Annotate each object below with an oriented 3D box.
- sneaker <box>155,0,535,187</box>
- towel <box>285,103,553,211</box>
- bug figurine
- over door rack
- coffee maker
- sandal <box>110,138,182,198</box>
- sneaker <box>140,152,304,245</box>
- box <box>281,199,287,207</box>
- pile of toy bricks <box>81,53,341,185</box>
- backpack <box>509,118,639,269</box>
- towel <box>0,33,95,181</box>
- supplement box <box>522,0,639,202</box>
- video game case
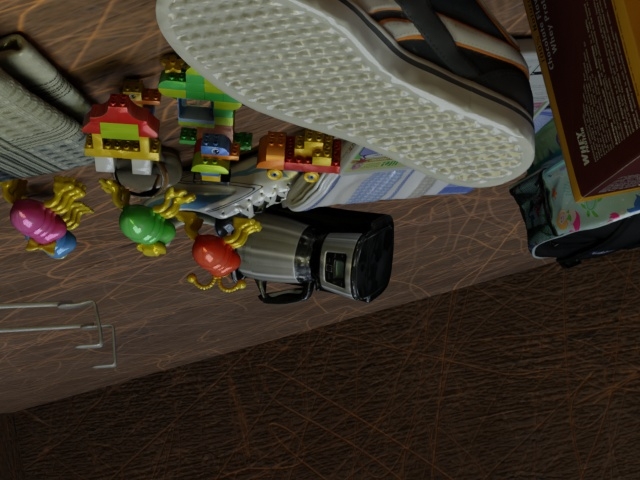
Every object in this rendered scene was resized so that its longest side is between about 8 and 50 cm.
[{"bbox_3d":[0.023,-0.152,1.016,0.321,0.127,0.126,24,144,-32],"label":"sneaker"},{"bbox_3d":[0.118,-0.098,1.503,0.285,0.034,0.209,-6,152,-40],"label":"towel"},{"bbox_3d":[-0.212,-0.008,1.408,0.279,0.072,0.216,6,168,16],"label":"bug figurine"},{"bbox_3d":[-0.408,0.074,1.680,0.324,0.108,0.239,9,169,-1],"label":"over door rack"},{"bbox_3d":[0.000,0.000,1.719,0.178,0.120,0.171,10,-138,21],"label":"coffee maker"},{"bbox_3d":[-0.180,-0.069,1.399,0.072,0.049,0.180,-12,171,0],"label":"sandal"},{"bbox_3d":[-0.081,-0.052,1.525,0.237,0.086,0.085,-14,169,3],"label":"sneaker"},{"bbox_3d":[0.063,-0.083,1.672,0.186,0.038,0.145,-5,168,-32],"label":"box"},{"bbox_3d":[-0.086,-0.119,1.146,0.212,0.118,0.105,4,141,-1],"label":"pile of toy bricks"},{"bbox_3d":[0.358,-0.078,1.614,0.225,0.191,0.253,-13,178,-13],"label":"backpack"},{"bbox_3d":[-0.349,-0.086,1.121,0.312,0.056,0.324,-11,173,6],"label":"towel"},{"bbox_3d":[0.261,-0.151,1.062,0.129,0.191,0.194,-11,170,-10],"label":"supplement box"},{"bbox_3d":[0.141,-0.133,1.361,0.212,0.023,0.193,-8,153,-34],"label":"video game case"}]
